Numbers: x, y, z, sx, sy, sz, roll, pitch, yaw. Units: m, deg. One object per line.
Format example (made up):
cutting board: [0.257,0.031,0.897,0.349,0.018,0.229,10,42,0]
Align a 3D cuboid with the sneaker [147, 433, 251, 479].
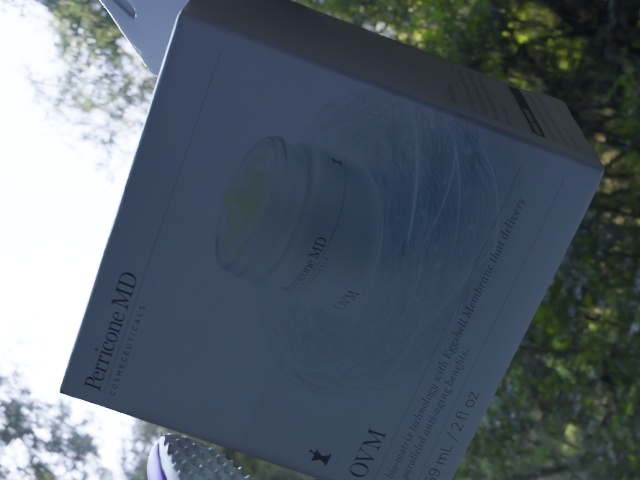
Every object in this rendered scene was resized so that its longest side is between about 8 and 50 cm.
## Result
sneaker: [-0.100,0.297,0.895,0.146,0.293,0.102,-46,-41,14]

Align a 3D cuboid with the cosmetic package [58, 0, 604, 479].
cosmetic package: [0.000,0.000,0.616,0.138,0.225,0.224,-82,13,-68]

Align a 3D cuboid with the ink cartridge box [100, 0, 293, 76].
ink cartridge box: [-0.061,-0.214,0.704,0.190,0.082,0.139,-49,-64,-34]
